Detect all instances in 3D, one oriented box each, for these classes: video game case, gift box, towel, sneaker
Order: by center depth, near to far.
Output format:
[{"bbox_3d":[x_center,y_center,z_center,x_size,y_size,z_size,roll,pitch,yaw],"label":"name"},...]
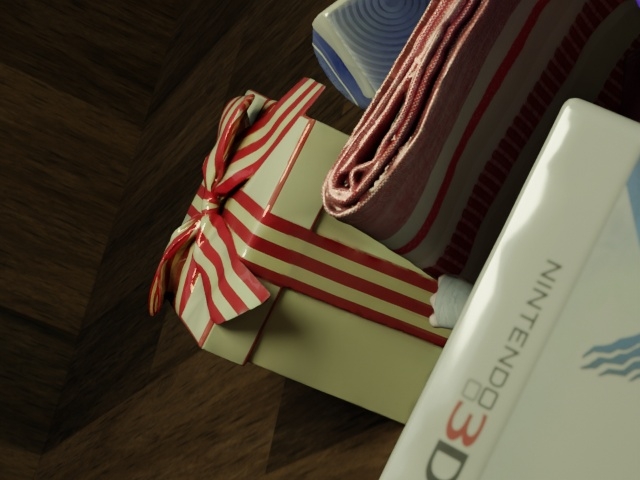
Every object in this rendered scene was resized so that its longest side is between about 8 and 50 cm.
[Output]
[{"bbox_3d":[0.196,0.132,0.567,0.300,0.329,0.036,-64,-20,3],"label":"video game case"},{"bbox_3d":[0.137,-0.074,0.756,0.037,0.329,0.237,33,92,30],"label":"towel"},{"bbox_3d":[0.139,-0.196,1.148,0.316,0.127,0.182,-28,-4,-18],"label":"sneaker"},{"bbox_3d":[0.000,0.000,1.176,0.255,0.258,0.276,-66,20,0],"label":"gift box"}]

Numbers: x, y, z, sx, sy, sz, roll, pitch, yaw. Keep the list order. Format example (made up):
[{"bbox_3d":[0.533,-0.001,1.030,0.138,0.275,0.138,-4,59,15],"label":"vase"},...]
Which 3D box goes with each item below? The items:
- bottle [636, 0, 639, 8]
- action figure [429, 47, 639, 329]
[{"bbox_3d":[0.250,-0.041,0.490,0.092,0.283,0.118,-39,-10,-14],"label":"bottle"},{"bbox_3d":[0.229,0.063,0.692,0.276,0.248,0.370,-16,47,43],"label":"action figure"}]
